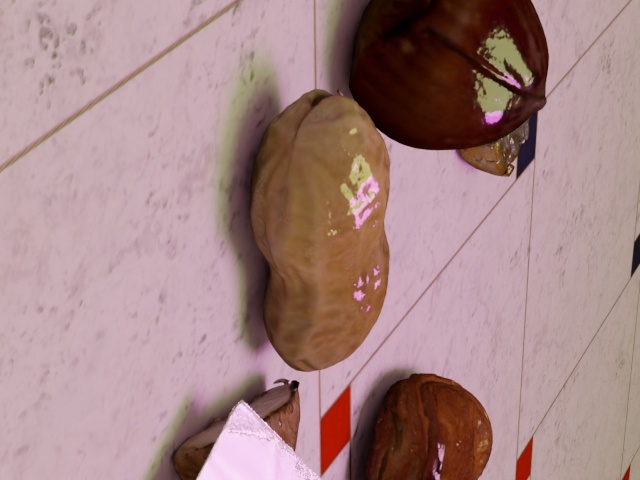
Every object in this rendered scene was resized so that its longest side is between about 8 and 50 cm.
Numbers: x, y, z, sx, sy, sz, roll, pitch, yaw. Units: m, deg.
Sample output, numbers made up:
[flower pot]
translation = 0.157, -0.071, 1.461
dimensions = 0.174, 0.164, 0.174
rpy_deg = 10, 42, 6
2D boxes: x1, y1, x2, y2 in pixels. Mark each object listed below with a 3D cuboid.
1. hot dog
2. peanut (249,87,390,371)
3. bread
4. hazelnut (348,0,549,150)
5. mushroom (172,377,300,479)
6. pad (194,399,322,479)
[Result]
[hot dog]
translation = 0.137, 0.272, 2.123
dimensions = 0.272, 0.122, 0.196
rpy_deg = -6, 110, -70
[peanut]
translation = 0.000, 0.000, 1.641
dimensions = 0.149, 0.149, 0.313
rpy_deg = -54, 153, -43
[bread]
translation = 0.236, -0.148, 2.193
dimensions = 0.156, 0.064, 0.117
rpy_deg = 18, 87, -66
[hazelnut]
translation = 0.143, -0.194, 1.766
dimensions = 0.229, 0.229, 0.229
rpy_deg = -44, 141, -52
[mushroom]
translation = -0.068, 0.210, 1.660
dimensions = 0.210, 0.072, 0.094
rpy_deg = -24, 110, -61
[pad]
translation = -0.047, 0.282, 1.612
dimensions = 0.232, 0.004, 0.156
rpy_deg = 49, 55, -33
